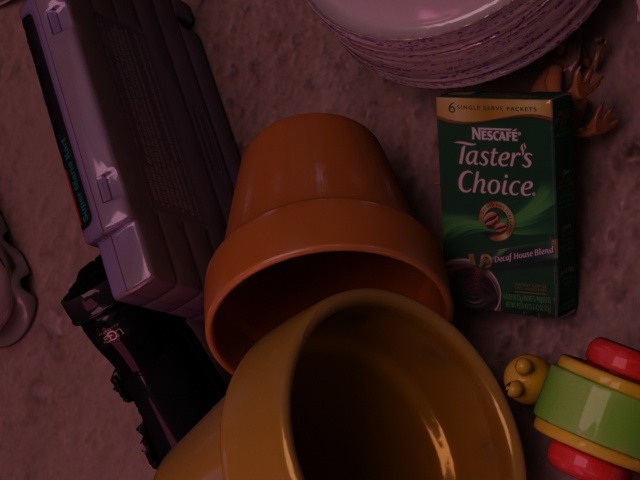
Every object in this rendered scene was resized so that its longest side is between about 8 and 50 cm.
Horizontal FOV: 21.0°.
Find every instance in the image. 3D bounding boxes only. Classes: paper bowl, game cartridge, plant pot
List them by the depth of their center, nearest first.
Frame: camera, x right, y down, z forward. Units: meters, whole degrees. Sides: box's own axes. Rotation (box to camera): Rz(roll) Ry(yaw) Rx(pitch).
[{"bbox_3d":[-0.004,0.197,1.381,0.239,0.254,0.254,-33,63,42],"label":"plant pot"},{"bbox_3d":[0.105,-0.280,1.448,0.284,0.148,0.284,-13,60,23],"label":"paper bowl"},{"bbox_3d":[0.000,0.000,1.476,0.205,0.205,0.188,-29,45,25],"label":"plant pot"},{"bbox_3d":[-0.156,-0.092,1.571,0.068,0.230,0.355,-31,64,27],"label":"game cartridge"}]

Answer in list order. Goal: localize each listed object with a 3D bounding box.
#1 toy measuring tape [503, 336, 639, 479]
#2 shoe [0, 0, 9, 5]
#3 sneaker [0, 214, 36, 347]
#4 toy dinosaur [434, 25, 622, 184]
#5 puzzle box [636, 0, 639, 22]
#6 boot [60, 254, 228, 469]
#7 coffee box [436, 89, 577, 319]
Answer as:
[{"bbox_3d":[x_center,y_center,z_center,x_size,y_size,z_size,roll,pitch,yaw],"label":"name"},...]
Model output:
[{"bbox_3d":[0.273,0.154,1.312,0.330,0.121,0.121,22,93,34],"label":"toy measuring tape"},{"bbox_3d":[-0.379,-0.275,1.845,0.219,0.076,0.058,-11,70,29],"label":"shoe"},{"bbox_3d":[-0.418,-0.040,1.784,0.122,0.146,0.330,-47,58,18],"label":"sneaker"},{"bbox_3d":[0.194,-0.116,1.462,0.211,0.064,0.112,-62,31,2],"label":"toy dinosaur"},{"bbox_3d":[0.412,-0.331,1.296,0.409,0.052,0.272,-14,73,15],"label":"puzzle box"},{"bbox_3d":[-0.139,0.102,1.587,0.094,0.246,0.207,-27,101,12],"label":"boot"},{"bbox_3d":[0.154,-0.032,1.434,0.113,0.040,0.184,6,105,34],"label":"coffee box"}]
